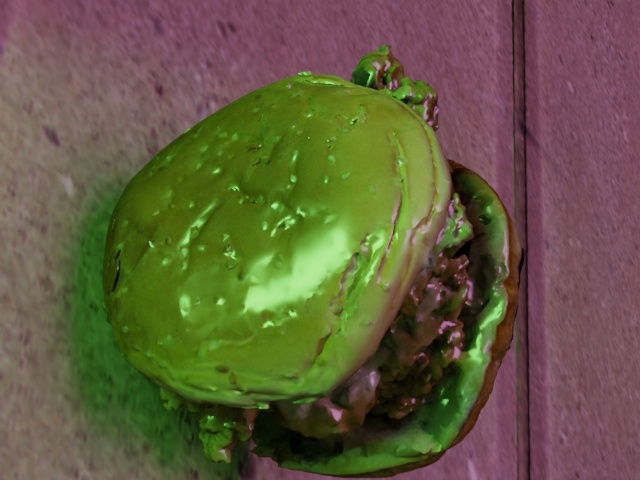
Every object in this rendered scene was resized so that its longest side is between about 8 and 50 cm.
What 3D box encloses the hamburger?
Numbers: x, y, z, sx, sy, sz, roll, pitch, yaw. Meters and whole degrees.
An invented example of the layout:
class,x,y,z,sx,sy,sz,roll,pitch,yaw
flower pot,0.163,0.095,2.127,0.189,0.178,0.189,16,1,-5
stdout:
class,x,y,z,sx,sy,sz,roll,pitch,yaw
hamburger,0.000,0.000,0.671,0.131,0.159,0.184,40,58,-38
